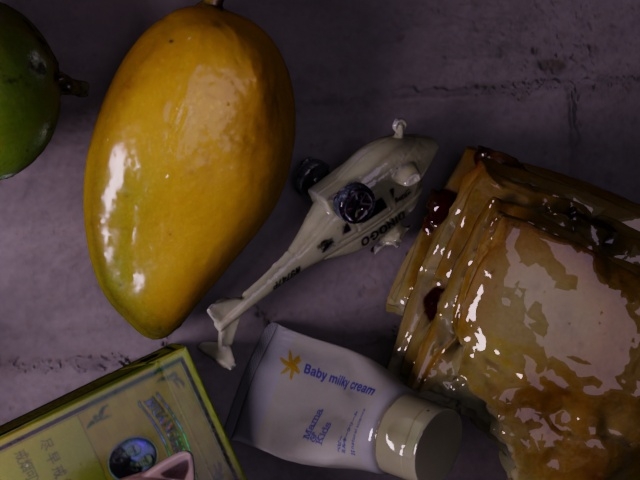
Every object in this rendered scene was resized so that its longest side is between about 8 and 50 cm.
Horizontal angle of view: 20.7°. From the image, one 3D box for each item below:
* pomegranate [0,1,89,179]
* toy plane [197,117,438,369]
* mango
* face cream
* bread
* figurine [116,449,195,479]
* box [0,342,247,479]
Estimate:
[{"bbox_3d":[-0.317,-0.128,1.472,0.220,0.156,0.156,7,87,15],"label":"pomegranate"},{"bbox_3d":[0.000,0.000,1.590,0.286,0.092,0.108,-39,125,-15],"label":"toy plane"},{"bbox_3d":[-0.117,-0.068,1.538,0.176,0.119,0.317,18,93,-19],"label":"mango"},{"bbox_3d":[0.013,0.150,1.534,0.070,0.224,0.114,31,79,-53],"label":"face cream"},{"bbox_3d":[0.212,0.121,1.575,0.314,0.191,0.370,20,84,-7],"label":"bread"},{"bbox_3d":[-0.141,0.253,1.456,0.138,0.125,0.125,-29,98,-17],"label":"figurine"},{"bbox_3d":[-0.191,0.199,1.536,0.220,0.064,0.141,-25,97,-17],"label":"box"}]
